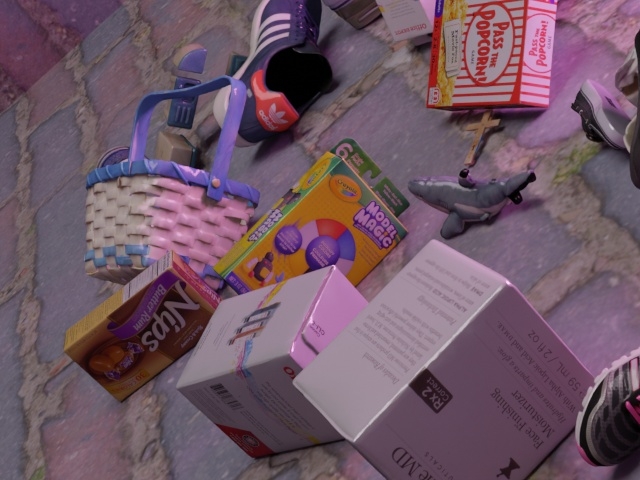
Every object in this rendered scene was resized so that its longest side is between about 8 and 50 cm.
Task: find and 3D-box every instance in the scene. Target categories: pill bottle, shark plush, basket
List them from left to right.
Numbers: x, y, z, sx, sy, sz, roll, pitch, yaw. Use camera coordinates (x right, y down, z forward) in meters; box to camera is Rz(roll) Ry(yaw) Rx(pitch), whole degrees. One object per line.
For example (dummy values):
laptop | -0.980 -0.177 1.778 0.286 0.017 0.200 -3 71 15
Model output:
pill bottle | -0.307 -0.094 2.289 0.094 0.094 0.169 -45 23 -4
basket | -0.205 -0.075 1.928 0.255 0.201 0.289 -3 77 55
shark plush | 0.163 -0.049 1.514 0.073 0.067 0.161 -52 25 -19

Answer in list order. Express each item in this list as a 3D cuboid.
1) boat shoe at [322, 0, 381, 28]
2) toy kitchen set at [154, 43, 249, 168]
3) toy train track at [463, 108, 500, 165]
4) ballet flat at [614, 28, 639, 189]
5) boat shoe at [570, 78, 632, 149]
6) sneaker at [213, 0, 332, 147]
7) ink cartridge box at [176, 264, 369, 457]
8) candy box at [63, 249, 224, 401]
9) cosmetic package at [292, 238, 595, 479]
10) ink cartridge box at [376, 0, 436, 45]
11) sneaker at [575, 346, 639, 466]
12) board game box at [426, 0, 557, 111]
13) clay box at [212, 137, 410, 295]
boat shoe | 0.135 -0.438 2.171 0.302 0.094 0.109 -29 33 31
toy kitchen set | -0.164 -0.203 2.294 0.122 0.166 0.207 -133 53 -67
toy train track | 0.189 -0.119 1.661 0.048 0.014 0.083 -6 48 43
ballet flat | 0.336 -0.151 1.391 0.096 0.095 0.280 -40 21 38
boat shoe | 0.294 -0.124 1.470 0.040 0.049 0.142 -55 17 22
sneaker | -0.035 -0.285 2.167 0.148 0.131 0.350 -14 42 36
ink cartridge box | -0.030 0.127 1.446 0.176 0.128 0.127 -18 34 42
candy box | -0.224 0.110 1.802 0.187 0.109 0.053 -36 25 14
cosmetic package | 0.107 0.126 1.207 0.183 0.151 0.151 -46 24 -5
ink cartridge box | 0.139 -0.352 1.984 0.090 0.143 0.092 -36 18 -30
sneaker | 0.270 0.113 1.083 0.170 0.063 0.075 -41 17 -6
board game box | 0.204 -0.231 1.688 0.193 0.045 0.146 5 91 60
clay box | 0.000 0.000 1.614 0.222 0.127 0.053 -46 24 -4
